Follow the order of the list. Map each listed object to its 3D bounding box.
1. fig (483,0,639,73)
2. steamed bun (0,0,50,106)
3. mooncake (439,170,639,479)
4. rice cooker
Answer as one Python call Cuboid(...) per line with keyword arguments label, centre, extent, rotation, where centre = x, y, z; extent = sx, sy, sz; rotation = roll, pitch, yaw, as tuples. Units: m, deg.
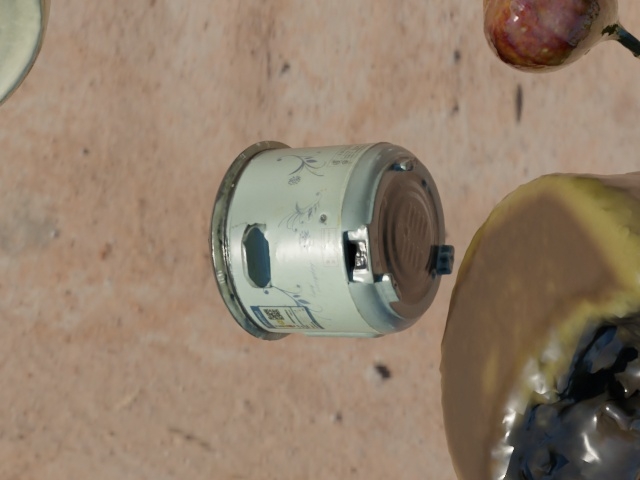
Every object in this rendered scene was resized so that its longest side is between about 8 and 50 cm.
Cuboid(label="fig", centre=(0.256, -0.233, 1.594), extent=(0.143, 0.160, 0.231), rotation=(-17, 149, 27))
Cuboid(label="steamed bun", centre=(-0.285, -0.142, 0.881), extent=(0.250, 0.200, 0.154), rotation=(8, 109, -18))
Cuboid(label="mooncake", centre=(0.314, 0.120, 1.584), extent=(0.246, 0.393, 0.394), rotation=(0, 173, -30))
Cuboid(label="rice cooker", centre=(0.000, 0.000, 1.949), extent=(0.317, 0.316, 0.264), rotation=(-7, 102, 7))
